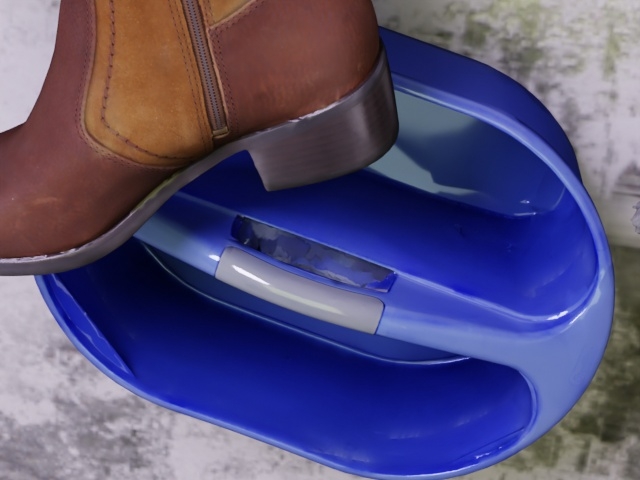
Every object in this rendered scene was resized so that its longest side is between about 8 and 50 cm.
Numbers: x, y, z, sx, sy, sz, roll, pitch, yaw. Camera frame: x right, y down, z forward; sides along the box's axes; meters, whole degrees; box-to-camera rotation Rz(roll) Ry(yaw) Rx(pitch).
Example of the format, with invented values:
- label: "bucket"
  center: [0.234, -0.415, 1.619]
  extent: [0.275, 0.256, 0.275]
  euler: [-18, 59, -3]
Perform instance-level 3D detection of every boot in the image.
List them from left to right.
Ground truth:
- label: "boot"
  center: [-0.117, -0.121, 0.636]
  extent: [0.264, 0.096, 0.280]
  euler: [-11, 132, 13]

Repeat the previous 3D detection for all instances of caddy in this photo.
- label: "caddy"
  center: [0.000, 0.000, 0.837]
  extent: [0.341, 0.179, 0.241]
  euler: [19, 113, 1]

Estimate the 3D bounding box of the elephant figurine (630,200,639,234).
- label: "elephant figurine"
  center: [0.256, -0.145, 0.768]
  extent: [0.169, 0.186, 0.239]
  euler: [-6, 105, 58]
